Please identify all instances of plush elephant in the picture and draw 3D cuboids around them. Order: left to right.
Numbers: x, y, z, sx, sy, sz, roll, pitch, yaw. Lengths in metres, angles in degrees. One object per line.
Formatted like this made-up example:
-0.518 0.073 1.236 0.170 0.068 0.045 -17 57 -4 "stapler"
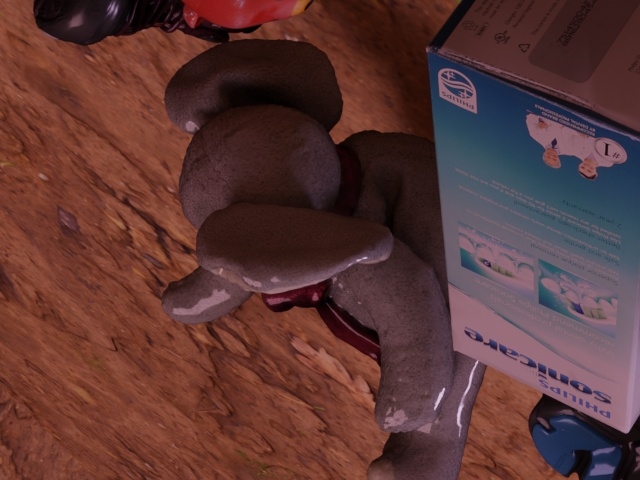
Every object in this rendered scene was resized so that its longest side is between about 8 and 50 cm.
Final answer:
0.000 0.000 1.249 0.255 0.272 0.330 11 126 -11 "plush elephant"

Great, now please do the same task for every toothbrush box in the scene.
0.171 -0.065 0.952 0.126 0.216 0.295 25 155 23 "toothbrush box"

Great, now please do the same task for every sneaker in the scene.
-0.106 -0.183 1.216 0.162 0.106 0.281 27 -160 -17 "sneaker"
0.321 0.094 1.281 0.341 0.139 0.125 -4 132 31 "sneaker"

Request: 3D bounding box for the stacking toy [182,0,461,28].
0.020 -0.202 1.022 0.279 0.130 0.309 29 160 13 "stacking toy"
